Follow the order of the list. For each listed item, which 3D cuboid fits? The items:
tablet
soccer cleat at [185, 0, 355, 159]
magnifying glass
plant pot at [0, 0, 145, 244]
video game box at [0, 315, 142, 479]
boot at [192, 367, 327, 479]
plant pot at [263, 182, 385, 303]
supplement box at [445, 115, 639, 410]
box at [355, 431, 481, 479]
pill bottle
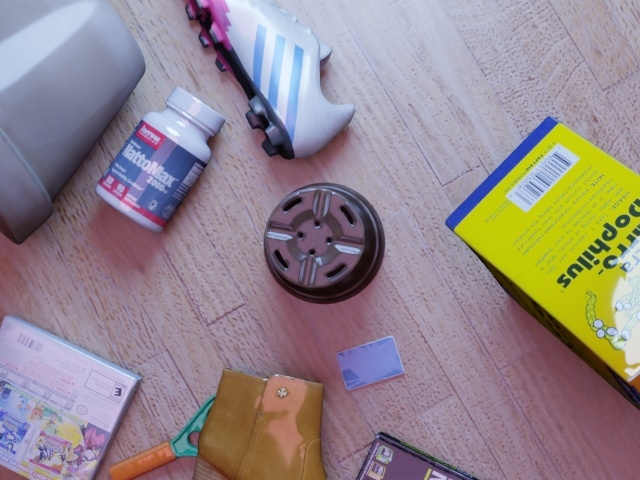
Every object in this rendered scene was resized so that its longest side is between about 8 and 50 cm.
[{"bbox_3d":[0.067,0.166,1.641,0.083,0.006,0.054,-18,86,4],"label":"tablet"},{"bbox_3d":[-0.073,-0.268,1.631,0.143,0.116,0.331,-28,88,-13],"label":"soccer cleat"},{"bbox_3d":[-0.177,0.273,1.648,0.231,0.026,0.092,-24,86,1],"label":"magnifying glass"},{"bbox_3d":[-0.392,-0.206,1.568,0.280,0.323,0.323,-43,85,-15],"label":"plant pot"},{"bbox_3d":[-0.372,0.228,1.652,0.205,0.048,0.187,25,88,5],"label":"video game box"},{"bbox_3d":[-0.022,0.288,1.564,0.295,0.104,0.211,17,87,14],"label":"boot"},{"bbox_3d":[0.000,0.000,1.574,0.167,0.165,0.167,0,87,4],"label":"plant pot"},{"bbox_3d":[0.350,0.043,1.438,0.195,0.194,0.356,-46,42,1],"label":"supplement box"},{"bbox_3d":[0.119,0.378,1.608,0.184,0.045,0.191,26,90,8],"label":"box"},{"bbox_3d":[-0.210,-0.110,1.625,0.108,0.108,0.180,34,90,5],"label":"pill bottle"}]
